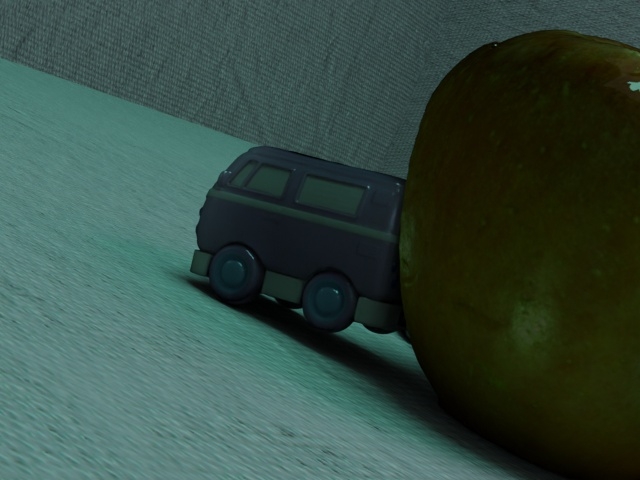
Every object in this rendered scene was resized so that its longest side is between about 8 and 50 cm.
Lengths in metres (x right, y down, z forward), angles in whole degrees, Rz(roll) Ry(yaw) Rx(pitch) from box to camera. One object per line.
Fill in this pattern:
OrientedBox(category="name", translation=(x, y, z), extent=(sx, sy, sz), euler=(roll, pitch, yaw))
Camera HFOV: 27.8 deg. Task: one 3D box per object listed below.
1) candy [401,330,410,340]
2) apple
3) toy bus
OrientedBox(category="candy", translation=(0.101, 0.079, 1.359), extent=(0.045, 0.043, 0.175), euler=(11, 9, -13))
OrientedBox(category="apple", translation=(0.234, 0.011, 1.070), extent=(0.374, 0.374, 0.384), euler=(21, 12, -21))
OrientedBox(category="toy bus", translation=(0.000, 0.000, 1.145), extent=(0.202, 0.142, 0.142), euler=(15, 2, 26))
